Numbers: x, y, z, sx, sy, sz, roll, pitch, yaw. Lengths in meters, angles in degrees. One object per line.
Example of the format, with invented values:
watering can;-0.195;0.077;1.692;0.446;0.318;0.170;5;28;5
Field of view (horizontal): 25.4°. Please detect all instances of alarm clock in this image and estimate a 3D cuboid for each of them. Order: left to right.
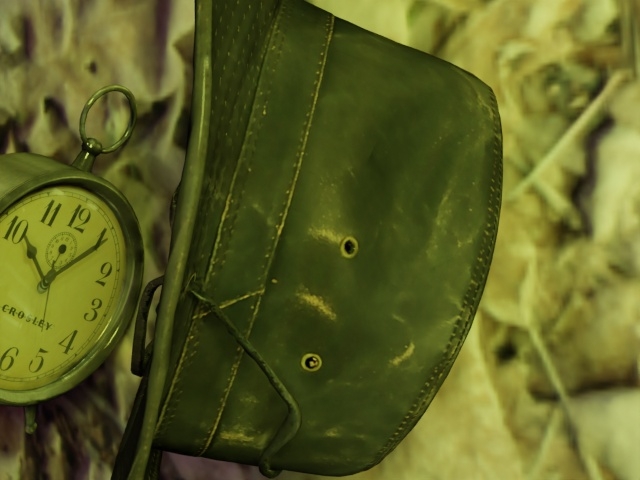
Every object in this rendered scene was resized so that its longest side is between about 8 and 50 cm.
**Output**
alarm clock;-0.151;0.002;0.760;0.064;0.129;0.192;25;84;38

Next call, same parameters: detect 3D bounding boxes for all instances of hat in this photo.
hat;0.000;0.000;0.595;0.134;0.331;0.331;13;109;-2
